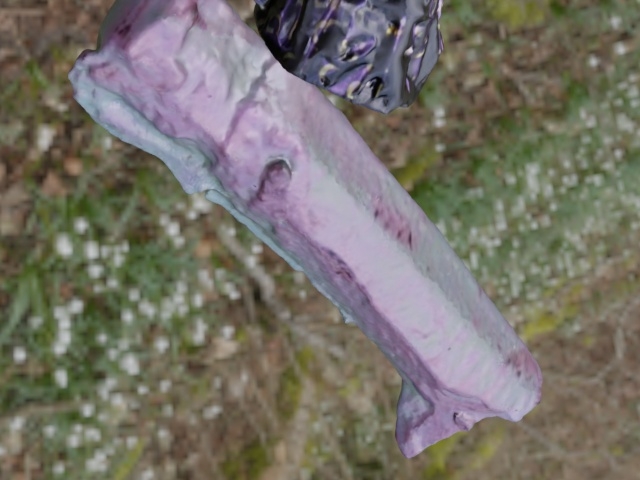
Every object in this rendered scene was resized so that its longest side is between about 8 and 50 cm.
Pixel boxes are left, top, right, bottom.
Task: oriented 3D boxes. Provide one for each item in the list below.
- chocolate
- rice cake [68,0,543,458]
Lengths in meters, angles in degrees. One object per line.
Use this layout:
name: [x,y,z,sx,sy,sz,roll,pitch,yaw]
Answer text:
chocolate: [0.037,-0.107,0.459,0.070,0.072,0.147,-3,143,-42]
rice cake: [0.001,-0.003,0.699,0.081,0.051,0.290,-43,122,-3]
